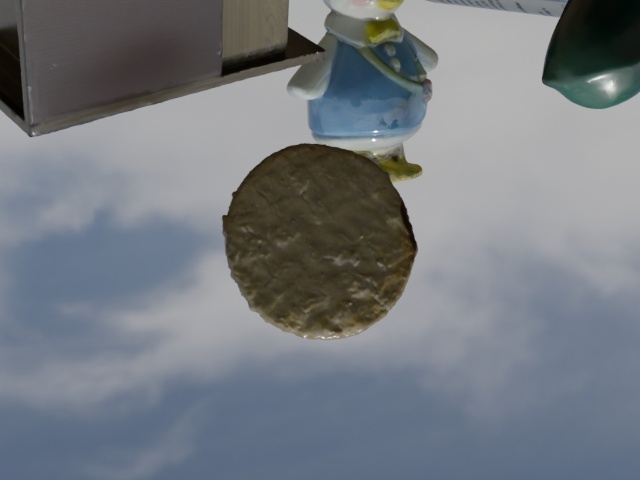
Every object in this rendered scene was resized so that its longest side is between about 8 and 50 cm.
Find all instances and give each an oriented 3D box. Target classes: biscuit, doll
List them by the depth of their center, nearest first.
[{"bbox_3d":[0.000,0.000,0.926,0.120,0.120,0.015,-6,170,-18],"label":"biscuit"},{"bbox_3d":[0.036,-0.160,1.268,0.135,0.241,0.099,-3,-158,-7],"label":"doll"}]

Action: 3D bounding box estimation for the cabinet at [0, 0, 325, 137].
[{"bbox_3d":[-0.120,-0.194,0.993,0.215,0.175,0.148,-18,-143,-29],"label":"cabinet"}]

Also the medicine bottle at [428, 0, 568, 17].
[{"bbox_3d":[0.145,-0.233,1.088,0.288,0.157,0.157,11,-160,26],"label":"medicine bottle"}]

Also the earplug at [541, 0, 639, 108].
[{"bbox_3d":[0.152,-0.221,0.663,0.257,0.280,0.164,-29,-137,20],"label":"earplug"}]
